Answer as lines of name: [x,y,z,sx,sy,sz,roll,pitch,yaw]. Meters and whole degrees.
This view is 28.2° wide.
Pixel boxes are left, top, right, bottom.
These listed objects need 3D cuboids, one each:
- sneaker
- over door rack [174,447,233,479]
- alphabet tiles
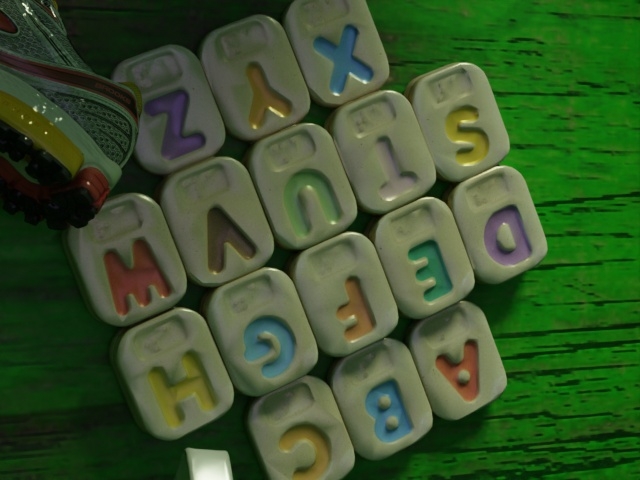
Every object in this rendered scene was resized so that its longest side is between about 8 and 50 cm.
sneaker: [-0.190,-0.104,0.654,0.225,0.088,0.092,41,53,-16]
over door rack: [-0.185,0.244,0.570,0.240,0.108,0.324,7,116,-23]
alphabet tiles: [0.000,0.000,0.754,0.284,0.021,0.277,-23,99,-21]
